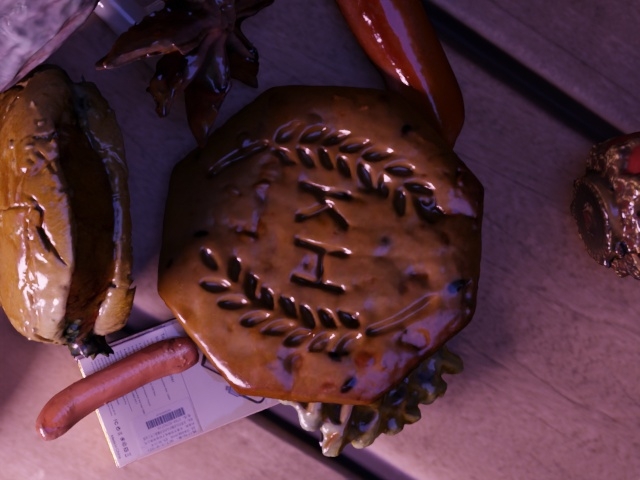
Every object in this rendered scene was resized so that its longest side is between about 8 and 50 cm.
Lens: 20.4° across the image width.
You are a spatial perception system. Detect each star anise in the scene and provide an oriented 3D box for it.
[{"bbox_3d":[-0.125,-0.227,1.801,0.088,0.288,0.288,9,88,31],"label":"star anise"}]

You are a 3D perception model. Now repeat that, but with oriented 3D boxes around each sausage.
[{"bbox_3d":[0.077,-0.230,1.913,0.083,0.089,0.300,-31,97,-20],"label":"sausage"},{"bbox_3d":[-0.213,0.150,1.842,0.186,0.043,0.043,-27,96,-12],"label":"sausage"}]

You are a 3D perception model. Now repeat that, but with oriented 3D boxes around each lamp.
[{"bbox_3d":[0.417,-0.054,1.952,0.274,0.177,0.177,-13,93,-10],"label":"lamp"}]

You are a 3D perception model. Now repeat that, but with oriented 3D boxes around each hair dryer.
[{"bbox_3d":[-0.150,-0.277,1.891,0.155,0.044,0.183,45,77,-12],"label":"hair dryer"}]

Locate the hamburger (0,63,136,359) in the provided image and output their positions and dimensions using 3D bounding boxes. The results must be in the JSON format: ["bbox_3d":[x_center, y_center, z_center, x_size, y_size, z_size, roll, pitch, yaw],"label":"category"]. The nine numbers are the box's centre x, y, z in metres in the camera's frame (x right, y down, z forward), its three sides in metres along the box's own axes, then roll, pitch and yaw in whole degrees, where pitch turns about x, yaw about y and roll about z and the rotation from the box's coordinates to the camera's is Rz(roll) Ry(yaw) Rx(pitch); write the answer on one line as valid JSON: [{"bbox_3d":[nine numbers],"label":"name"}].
[{"bbox_3d":[-0.264,-0.030,1.780,0.132,0.211,0.309,-5,90,-17],"label":"hamburger"}]

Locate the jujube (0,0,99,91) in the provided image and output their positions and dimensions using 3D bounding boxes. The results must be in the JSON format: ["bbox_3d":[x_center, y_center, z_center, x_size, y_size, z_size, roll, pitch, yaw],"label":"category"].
[{"bbox_3d":[-0.349,-0.263,1.741,0.308,0.215,0.246,-30,76,18],"label":"jujube"}]

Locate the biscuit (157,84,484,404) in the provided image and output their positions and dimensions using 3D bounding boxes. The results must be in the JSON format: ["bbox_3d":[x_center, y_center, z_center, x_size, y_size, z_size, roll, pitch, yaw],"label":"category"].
[{"bbox_3d":[0.000,-0.001,1.846,0.359,0.046,0.359,-1,74,5],"label":"biscuit"}]

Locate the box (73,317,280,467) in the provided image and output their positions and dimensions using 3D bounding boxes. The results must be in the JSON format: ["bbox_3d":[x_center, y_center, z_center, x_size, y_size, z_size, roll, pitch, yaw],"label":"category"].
[{"bbox_3d":[-0.126,0.139,1.899,0.247,0.033,0.129,-20,94,-12],"label":"box"}]

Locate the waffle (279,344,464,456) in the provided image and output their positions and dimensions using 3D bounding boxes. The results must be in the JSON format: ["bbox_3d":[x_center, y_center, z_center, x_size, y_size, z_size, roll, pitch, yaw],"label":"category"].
[{"bbox_3d":[0.044,0.116,1.903,0.223,0.054,0.204,-28,99,-27],"label":"waffle"}]
